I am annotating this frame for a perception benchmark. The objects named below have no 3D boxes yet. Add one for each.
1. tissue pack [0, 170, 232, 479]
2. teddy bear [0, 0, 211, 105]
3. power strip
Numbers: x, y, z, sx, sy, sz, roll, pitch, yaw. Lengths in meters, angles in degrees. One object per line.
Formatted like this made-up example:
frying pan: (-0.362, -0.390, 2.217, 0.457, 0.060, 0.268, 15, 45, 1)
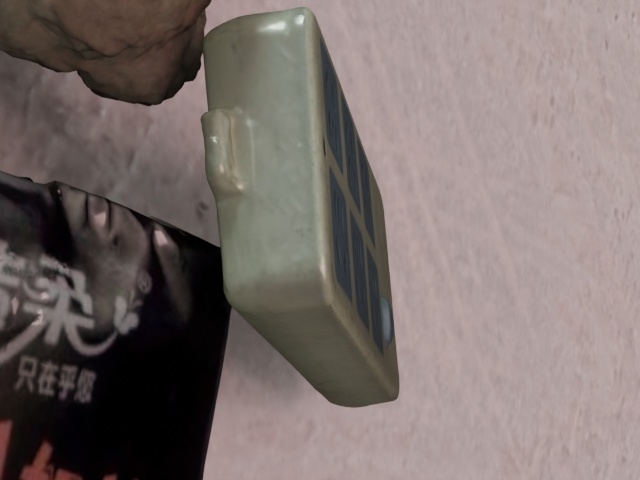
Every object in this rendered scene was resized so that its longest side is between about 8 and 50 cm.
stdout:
tissue pack: (-0.146, 0.134, 0.434, 0.245, 0.123, 0.332, 22, 73, -56)
teddy bear: (-0.082, -0.187, 0.511, 0.236, 0.151, 0.267, 49, 53, -48)
power strip: (0.000, 0.000, 0.583, 0.270, 0.046, 0.118, 61, 21, -72)
